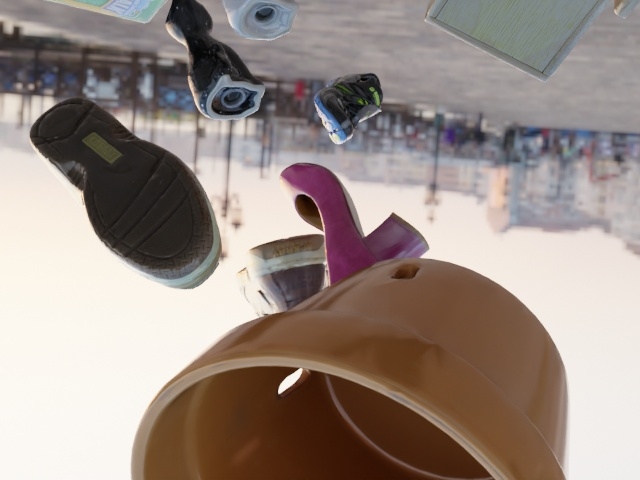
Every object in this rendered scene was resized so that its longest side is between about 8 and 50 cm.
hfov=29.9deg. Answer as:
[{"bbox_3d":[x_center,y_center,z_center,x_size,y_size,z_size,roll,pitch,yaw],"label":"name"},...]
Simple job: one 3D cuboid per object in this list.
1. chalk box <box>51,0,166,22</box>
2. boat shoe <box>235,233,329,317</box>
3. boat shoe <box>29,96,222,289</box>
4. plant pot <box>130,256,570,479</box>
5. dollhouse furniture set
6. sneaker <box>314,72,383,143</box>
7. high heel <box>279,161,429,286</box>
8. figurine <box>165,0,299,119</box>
[{"bbox_3d":[-0.285,-0.434,1.697,0.288,0.179,0.180,9,159,-24],"label":"chalk box"},{"bbox_3d":[-0.030,0.080,1.459,0.123,0.123,0.342,-13,171,-7],"label":"boat shoe"},{"bbox_3d":[-0.110,-0.021,0.733,0.068,0.072,0.190,-35,-134,-10],"label":"boat shoe"},{"bbox_3d":[0.049,0.145,0.813,0.290,0.291,0.203,6,-149,26],"label":"plant pot"},{"bbox_3d":[0.170,-0.259,0.840,0.212,0.242,0.161,25,138,-9],"label":"dollhouse furniture set"},{"bbox_3d":[0.041,-0.186,1.593,0.078,0.067,0.188,-20,-161,19],"label":"sneaker"},{"bbox_3d":[0.000,0.000,1.231,0.244,0.117,0.082,35,163,44],"label":"high heel"},{"bbox_3d":[-0.134,-0.305,1.575,0.092,0.215,0.209,-5,-132,-35],"label":"figurine"}]
